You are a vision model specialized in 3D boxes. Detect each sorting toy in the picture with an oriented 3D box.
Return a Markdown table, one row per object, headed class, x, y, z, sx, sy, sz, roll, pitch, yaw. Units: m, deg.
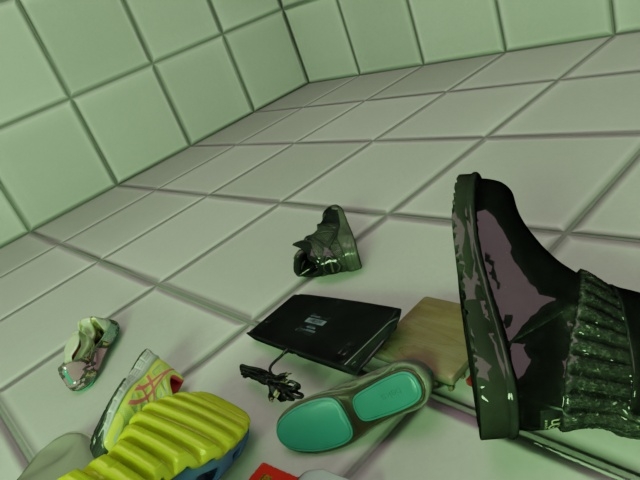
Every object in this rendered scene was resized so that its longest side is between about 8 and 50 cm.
| class | x | y | z | sx | sy | sz | roll | pitch | yaw |
| --- | --- | --- | --- | --- | --- | --- | --- | --- | --- |
| sorting toy | 0.167 | 0.142 | 0.737 | 0.132 | 0.046 | 0.274 | -38 | 29 | -32 |

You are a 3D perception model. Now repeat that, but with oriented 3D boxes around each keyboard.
| class | x | y | z | sx | sy | sz | roll | pitch | yaw |
| --- | --- | --- | --- | --- | --- | --- | --- | --- | --- |
| keyboard | -0.029 | 0.155 | 0.822 | 0.201 | 0.033 | 0.317 | -38 | 16 | -24 |

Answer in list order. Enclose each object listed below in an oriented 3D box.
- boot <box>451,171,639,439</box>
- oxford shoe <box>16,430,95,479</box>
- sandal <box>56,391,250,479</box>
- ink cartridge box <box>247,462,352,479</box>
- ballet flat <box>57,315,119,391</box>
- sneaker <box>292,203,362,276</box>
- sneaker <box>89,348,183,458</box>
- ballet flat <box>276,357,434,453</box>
| class | x | y | z | sx | sy | sz | roll | pitch | yaw |
| --- | --- | --- | --- | --- | --- | --- | --- | --- | --- |
| boot | 0.286 | 0.056 | 0.608 | 0.260 | 0.131 | 0.348 | -7 | 54 | 12 |
| oxford shoe | -0.382 | 0.373 | 0.610 | 0.169 | 0.130 | 0.449 | -16 | 23 | 18 |
| sandal | -0.200 | 0.288 | 0.641 | 0.126 | 0.138 | 0.317 | 22 | 23 | 25 |
| ink cartridge box | -0.049 | 0.302 | 0.588 | 0.179 | 0.045 | 0.145 | 4 | 34 | 39 |
| ballet flat | -0.450 | 0.198 | 1.078 | 0.076 | 0.079 | 0.221 | -20 | 24 | 5 |
| sneaker | 0.000 | 0.000 | 1.113 | 0.130 | 0.087 | 0.227 | -14 | 30 | 1 |
| sneaker | -0.260 | 0.244 | 0.818 | 0.081 | 0.094 | 0.208 | -56 | 8 | 25 |
| ballet flat | 0.045 | 0.205 | 0.683 | 0.213 | 0.072 | 0.068 | -28 | -10 | 21 |
